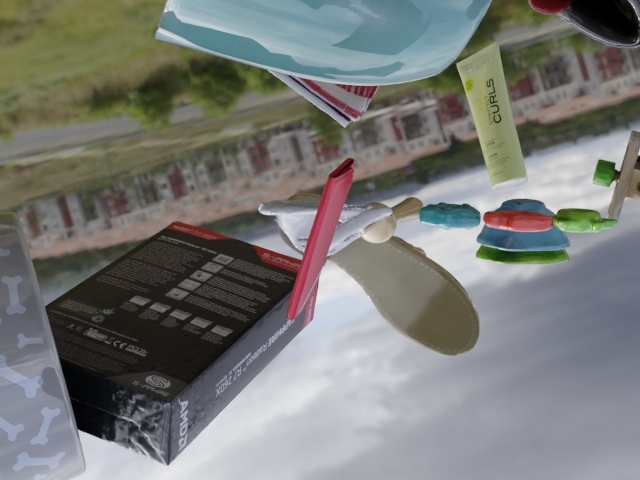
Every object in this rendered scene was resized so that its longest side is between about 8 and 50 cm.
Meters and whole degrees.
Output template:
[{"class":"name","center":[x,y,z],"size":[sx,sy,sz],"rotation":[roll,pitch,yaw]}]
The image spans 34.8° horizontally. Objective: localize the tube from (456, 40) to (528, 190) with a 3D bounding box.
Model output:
[{"class":"tube","center":[0.287,-0.205,1.706],"size":[0.070,0.240,0.062],"rotation":[-12,168,5]}]

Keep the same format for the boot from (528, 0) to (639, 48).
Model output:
[{"class":"boot","center":[0.166,-0.246,0.688],"size":[0.176,0.244,0.088],"rotation":[-38,169,-22]}]

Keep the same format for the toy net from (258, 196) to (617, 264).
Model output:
[{"class":"toy net","center":[0.075,-0.003,0.696],"size":[0.232,0.045,0.122],"rotation":[-1,-171,-15]}]

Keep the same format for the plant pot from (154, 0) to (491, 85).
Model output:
[{"class":"plant pot","center":[0.023,-0.261,0.841],"size":[0.235,0.293,0.293],"rotation":[20,173,-12]}]

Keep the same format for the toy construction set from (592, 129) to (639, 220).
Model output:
[{"class":"toy construction set","center":[0.456,-0.072,1.249],"size":[0.237,0.309,0.257],"rotation":[22,-131,16]}]

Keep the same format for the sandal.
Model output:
[{"class":"sandal","center":[0.067,0.017,1.030],"size":[0.088,0.240,0.079],"rotation":[-49,-166,30]}]

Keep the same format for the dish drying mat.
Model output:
[{"class":"dish drying mat","center":[0.000,0.000,0.512],"size":[0.008,0.083,0.032],"rotation":[25,-151,12]}]

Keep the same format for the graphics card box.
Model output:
[{"class":"graphics card box","center":[-0.181,0.106,1.245],"size":[0.233,0.094,0.371],"rotation":[17,-153,19]}]

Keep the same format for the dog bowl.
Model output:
[{"class":"dog bowl","center":[-0.350,0.126,1.145],"size":[0.102,0.348,0.349],"rotation":[-14,-179,-16]}]

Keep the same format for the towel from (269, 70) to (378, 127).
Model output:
[{"class":"towel","center":[0.003,-0.315,1.335],"size":[0.037,0.237,0.329],"rotation":[-44,-165,45]}]
